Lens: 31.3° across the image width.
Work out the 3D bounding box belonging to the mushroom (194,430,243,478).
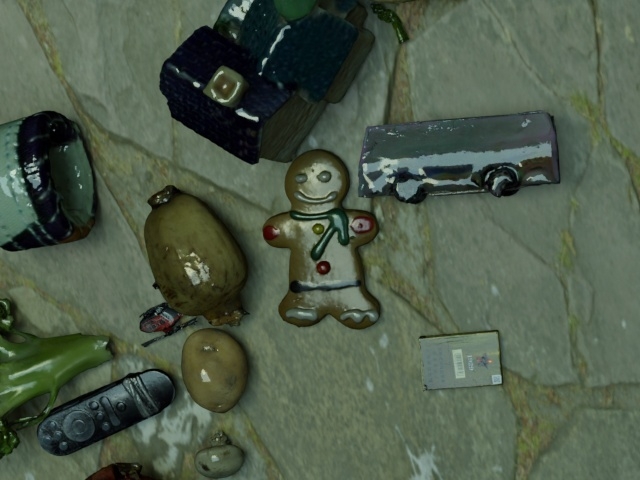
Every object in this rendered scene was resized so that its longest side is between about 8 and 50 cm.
[{"bbox_3d":[-0.175,0.364,1.953,0.085,0.085,0.079,-16,64,13],"label":"mushroom"}]

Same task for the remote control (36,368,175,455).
[{"bbox_3d":[-0.370,0.293,1.991,0.266,0.066,0.090,-25,105,9],"label":"remote control"}]

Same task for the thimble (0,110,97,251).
[{"bbox_3d":[-0.473,-0.102,1.889,0.150,0.237,0.237,-11,94,9],"label":"thimble"}]

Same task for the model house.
[{"bbox_3d":[-0.091,-0.281,1.750,0.243,0.284,0.298,32,103,7],"label":"model house"}]

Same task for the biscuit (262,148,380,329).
[{"bbox_3d":[0.000,0.000,1.886,0.197,0.049,0.302,-3,94,10],"label":"biscuit"}]

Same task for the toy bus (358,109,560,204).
[{"bbox_3d":[0.215,-0.130,1.798,0.317,0.112,0.138,-3,91,11],"label":"toy bus"}]

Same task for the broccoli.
[{"bbox_3d":[-0.558,0.225,1.985,0.254,0.186,0.302,44,60,8],"label":"broccoli"}]

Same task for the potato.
[{"bbox_3d":[-0.182,0.220,1.918,0.112,0.112,0.147,-18,85,13],"label":"potato"}]

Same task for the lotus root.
[{"bbox_3d":[-0.210,0.031,1.885,0.154,0.140,0.257,-32,82,6],"label":"lotus root"}]

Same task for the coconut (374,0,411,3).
[{"bbox_3d":[0.118,-0.497,1.703,0.297,0.254,0.297,1,95,12],"label":"coconut"}]

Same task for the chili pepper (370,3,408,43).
[{"bbox_3d":[0.113,-0.353,1.837,0.027,0.022,0.083,-42,91,11],"label":"chili pepper"}]

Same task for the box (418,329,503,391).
[{"bbox_3d":[0.229,0.197,1.870,0.133,0.023,0.090,-6,96,12],"label":"box"}]

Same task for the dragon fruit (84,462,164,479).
[{"bbox_3d":[-0.290,0.523,1.913,0.250,0.250,0.315,-15,90,13],"label":"dragon fruit"}]

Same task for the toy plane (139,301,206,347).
[{"bbox_3d":[-0.257,0.135,1.958,0.145,0.037,0.060,-23,95,14],"label":"toy plane"}]
